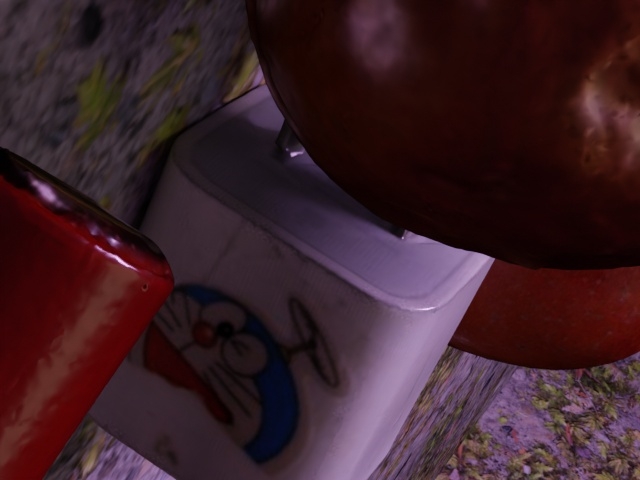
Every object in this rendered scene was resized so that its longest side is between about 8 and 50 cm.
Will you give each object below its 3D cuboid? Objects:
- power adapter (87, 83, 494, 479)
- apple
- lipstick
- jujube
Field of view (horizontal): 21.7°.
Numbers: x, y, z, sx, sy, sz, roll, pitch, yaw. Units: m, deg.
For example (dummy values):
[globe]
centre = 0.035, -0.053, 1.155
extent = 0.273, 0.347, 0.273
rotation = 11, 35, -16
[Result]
[power adapter]
centre = 0.000, 0.000, 0.696
extent = 0.125, 0.130, 0.205
rotation = -39, 158, -56
[apple]
centre = 0.101, -0.047, 0.828
extent = 0.218, 0.201, 0.218
rotation = -62, 171, -18
[lipstick]
centre = -0.135, 0.088, 0.492
extent = 0.241, 0.080, 0.080
rotation = -57, 168, 0
[jujube]
centre = 0.129, -0.108, 0.557
extent = 0.318, 0.223, 0.223
rotation = -7, 142, -23
